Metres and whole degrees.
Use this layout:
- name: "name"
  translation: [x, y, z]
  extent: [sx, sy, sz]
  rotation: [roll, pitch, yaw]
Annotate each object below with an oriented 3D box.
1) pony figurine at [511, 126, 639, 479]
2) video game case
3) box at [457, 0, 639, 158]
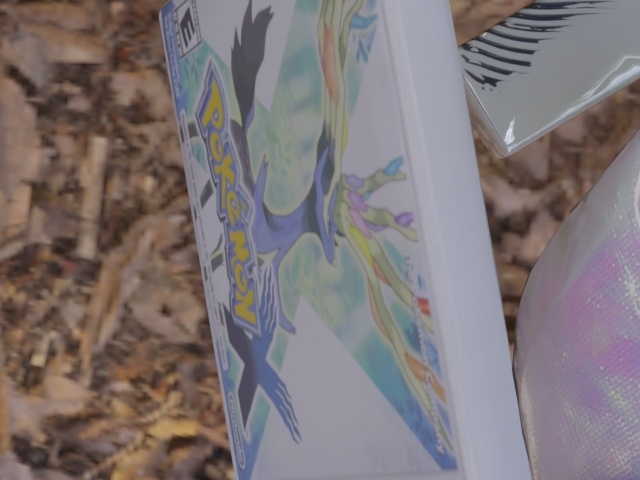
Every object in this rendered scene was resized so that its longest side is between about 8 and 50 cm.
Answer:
- name: "pony figurine"
  translation: [0.095, 0.160, 0.477]
  extent: [0.303, 0.351, 0.363]
  rotation: [48, 59, 2]
- name: "video game case"
  translation: [0.000, 0.000, 0.888]
  extent: [0.036, 0.300, 0.329]
  rotation: [-7, 84, -24]
- name: "box"
  translation: [0.233, -0.171, 1.353]
  extent: [0.275, 0.113, 0.094]
  rotation: [-31, 91, -1]
